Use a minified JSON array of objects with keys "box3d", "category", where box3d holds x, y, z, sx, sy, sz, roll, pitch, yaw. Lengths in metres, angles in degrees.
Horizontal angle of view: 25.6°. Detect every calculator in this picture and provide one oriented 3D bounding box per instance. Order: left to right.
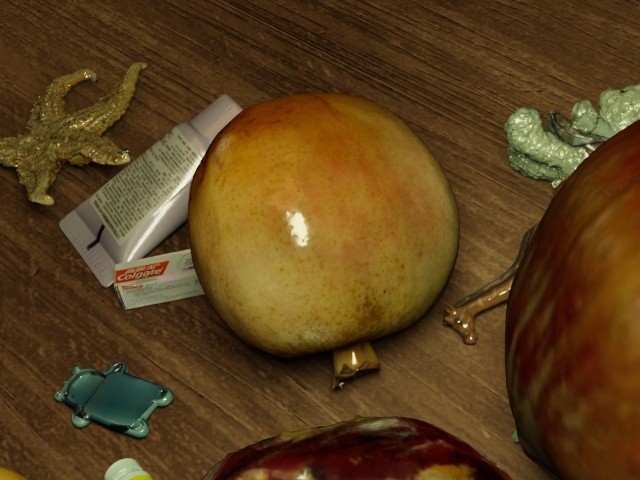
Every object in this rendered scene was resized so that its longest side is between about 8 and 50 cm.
[{"box3d":[-0.236,0.178,1.584,0.141,0.019,0.094,15,52,30],"category":"calculator"}]

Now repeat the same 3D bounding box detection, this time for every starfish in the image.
[{"box3d":[-0.343,-0.134,1.891,0.299,0.060,0.302,-22,37,-11],"category":"starfish"}]

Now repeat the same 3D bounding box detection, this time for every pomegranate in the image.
[{"box3d":[0.000,0.000,1.517,0.319,0.319,0.319,-8,45,8],"category":"pomegranate"}]

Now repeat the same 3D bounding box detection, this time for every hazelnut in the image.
[{"box3d":[0.371,0.083,1.268,0.402,0.402,0.429,-16,37,0],"category":"hazelnut"}]

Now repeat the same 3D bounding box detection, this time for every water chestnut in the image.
[{"box3d":[0.024,0.303,1.213,0.335,0.335,0.347,-27,15,-11],"category":"water chestnut"}]

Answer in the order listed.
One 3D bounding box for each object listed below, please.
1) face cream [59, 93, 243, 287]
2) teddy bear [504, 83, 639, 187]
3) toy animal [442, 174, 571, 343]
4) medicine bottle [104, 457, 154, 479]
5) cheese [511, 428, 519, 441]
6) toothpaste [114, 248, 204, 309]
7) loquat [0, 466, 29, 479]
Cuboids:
[{"box3d":[-0.196,-0.067,1.775,0.274,0.096,0.154,-39,50,-4],"category":"face cream"},{"box3d":[0.323,-0.118,1.638,0.213,0.133,0.111,-19,70,9],"category":"teddy bear"},{"box3d":[0.261,0.022,1.567,0.230,0.066,0.224,7,67,10],"category":"toy animal"},{"box3d":[-0.189,0.267,1.461,0.047,0.047,0.083,-31,47,-14],"category":"medicine bottle"},{"box3d":[0.256,0.201,1.412,0.121,0.026,0.067,25,57,34],"category":"cheese"},{"box3d":[-0.148,0.037,1.682,0.196,0.040,0.047,-12,42,6],"category":"toothpaste"},{"box3d":[-0.346,0.292,1.420,0.141,0.141,0.141,-8,45,8],"category":"loquat"}]
